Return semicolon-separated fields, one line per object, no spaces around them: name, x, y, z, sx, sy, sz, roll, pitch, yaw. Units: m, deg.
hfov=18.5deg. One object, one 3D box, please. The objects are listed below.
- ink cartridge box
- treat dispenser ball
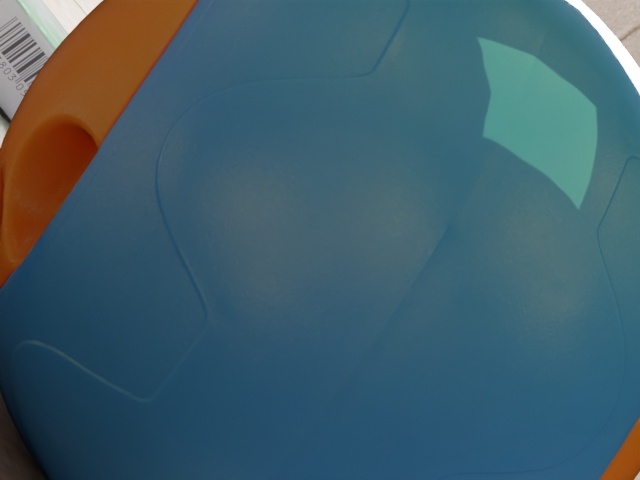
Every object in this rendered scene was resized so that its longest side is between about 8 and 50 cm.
ink cartridge box;-0.153;-0.096;1.236;0.181;0.056;0.224;52;9;-19
treat dispenser ball;0.007;0.012;0.794;0.288;0.288;0.288;53;7;-9
